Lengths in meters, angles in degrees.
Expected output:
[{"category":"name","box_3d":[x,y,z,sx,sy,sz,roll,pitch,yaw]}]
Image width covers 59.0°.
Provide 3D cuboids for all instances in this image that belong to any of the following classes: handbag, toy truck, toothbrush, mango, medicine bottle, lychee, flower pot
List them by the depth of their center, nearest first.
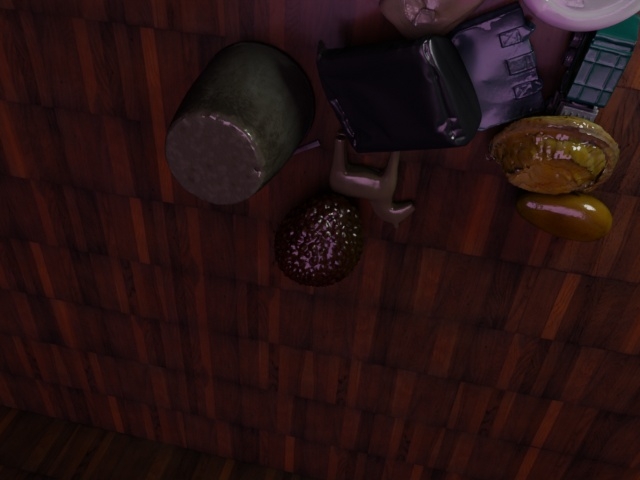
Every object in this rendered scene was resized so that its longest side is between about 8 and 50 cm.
[{"category":"medicine bottle","box_3d":[0.451,-0.513,0.965,0.252,0.241,0.253,8,126,10]},{"category":"toy truck","box_3d":[0.546,-0.335,1.147,0.114,0.124,0.253,17,126,6]},{"category":"handbag","box_3d":[0.166,-0.329,1.190,0.301,0.178,0.275,6,135,41]},{"category":"handbag","box_3d":[0.381,-0.366,1.207,0.179,0.062,0.229,-16,119,21]},{"category":"flower pot","box_3d":[-0.187,-0.256,1.267,0.293,0.330,0.294,7,125,10]},{"category":"mango","box_3d":[0.571,-0.063,1.339,0.227,0.099,0.136,15,158,2]},{"category":"toothbrush","box_3d":[-0.087,-0.221,1.461,0.194,0.017,0.014,-18,125,23]},{"category":"lychee","box_3d":[0.000,0.000,1.468,0.235,0.236,0.271,26,127,-5]}]

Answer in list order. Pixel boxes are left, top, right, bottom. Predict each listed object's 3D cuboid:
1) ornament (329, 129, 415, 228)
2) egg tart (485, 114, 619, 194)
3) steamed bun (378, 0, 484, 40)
[{"category":"ornament","box_3d":[0.135,-0.143,1.431,0.230,0.061,0.245,10,129,5]},{"category":"egg tart","box_3d":[0.486,-0.164,1.221,0.290,0.107,0.291,16,163,5]},{"category":"steamed bun","box_3d":[0.233,-0.491,1.094,0.170,0.153,0.238,42,127,-17]}]
